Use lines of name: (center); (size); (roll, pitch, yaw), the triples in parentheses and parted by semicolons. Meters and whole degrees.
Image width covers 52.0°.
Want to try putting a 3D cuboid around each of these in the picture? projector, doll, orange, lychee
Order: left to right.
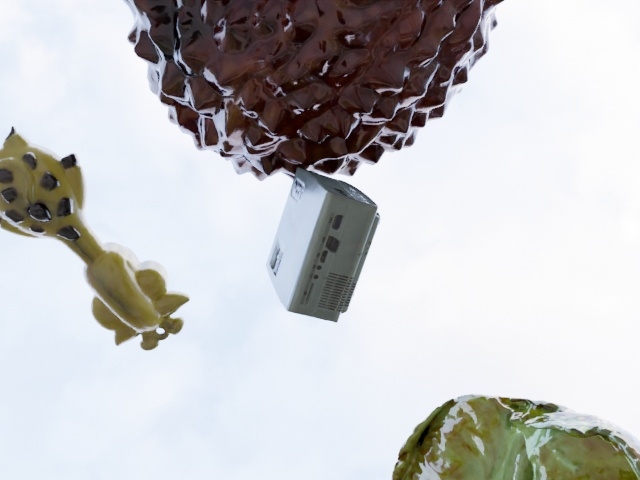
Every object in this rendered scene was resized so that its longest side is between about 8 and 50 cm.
doll: (-0.259, 0.006, 0.730); (0.117, 0.086, 0.291); (-34, -67, 8)
lychee: (-0.003, -0.305, 0.733); (0.425, 0.424, 0.499); (20, -109, -7)
projector: (0.000, 0.000, 0.617); (0.061, 0.147, 0.115); (17, -80, -15)
orange: (0.231, 0.300, 0.683); (0.196, 0.335, 0.262); (6, -99, -29)
